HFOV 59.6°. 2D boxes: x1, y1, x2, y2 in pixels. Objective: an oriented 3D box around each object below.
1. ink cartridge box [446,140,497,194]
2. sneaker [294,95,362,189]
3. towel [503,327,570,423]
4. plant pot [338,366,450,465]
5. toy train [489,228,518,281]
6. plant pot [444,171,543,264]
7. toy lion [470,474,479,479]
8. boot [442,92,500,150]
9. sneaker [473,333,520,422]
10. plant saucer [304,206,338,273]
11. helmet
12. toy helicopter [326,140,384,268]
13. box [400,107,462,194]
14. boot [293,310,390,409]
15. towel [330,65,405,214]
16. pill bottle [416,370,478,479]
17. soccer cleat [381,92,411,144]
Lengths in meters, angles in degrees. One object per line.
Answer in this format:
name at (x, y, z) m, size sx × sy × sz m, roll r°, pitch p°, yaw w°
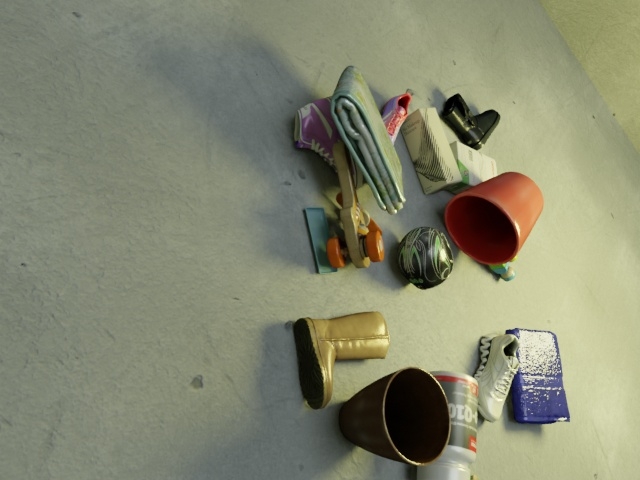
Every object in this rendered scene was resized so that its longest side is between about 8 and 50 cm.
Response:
ink cartridge box at (0.535, -0.241, 2.014) m, size 0.219 × 0.092 × 0.160 m, roll 17°, pitch 64°, yaw -34°
sneaker at (0.011, -0.261, 1.624) m, size 0.161 × 0.102 × 0.282 m, roll -24°, pitch 96°, yaw -19°
towel at (0.718, 0.456, 1.878) m, size 0.227 × 0.076 × 0.308 m, roll 10°, pitch 69°, yaw -25°
plant pot at (0.155, 0.431, 1.350) m, size 0.215 × 0.230 × 0.216 m, roll 16°, pitch 62°, yaw -33°
toy train at (0.666, 0.017, 2.017) m, size 0.143 × 0.105 × 0.248 m, roll 49°, pitch 49°, yaw -26°
plant pot at (0.594, -0.091, 1.859) m, size 0.243 × 0.275 × 0.275 m, roll -35°, pitch 95°, yaw -32°
toy lion at (0.440, 0.732, 1.591) m, size 0.096 × 0.034 × 0.100 m, roll 46°, pitch 50°, yaw -24°
boot at (0.580, -0.487, 2.148) m, size 0.207 × 0.094 × 0.246 m, roll 48°, pitch 56°, yaw -18°
sneaker at (0.557, 0.421, 1.751) m, size 0.110 × 0.118 × 0.292 m, roll 34°, pitch 56°, yaw -26°
plant saucer at (0.000, 0.000, 1.544) m, size 0.067 × 0.018 × 0.192 m, roll -2°, pitch 73°, yaw -39°
helmet at (0.308, 0.045, 1.675) m, size 0.169 × 0.169 × 0.162 m, roll -50°, pitch 122°, yaw -39°
toy helicopter at (0.093, -0.099, 1.559) m, size 0.235 × 0.140 × 0.355 m, roll -19°, pitch 99°, yaw -73°
box at (0.373, -0.305, 1.901) m, size 0.094 × 0.113 × 0.275 m, roll -14°, pitch 80°, yaw -40°
boot at (0.073, 0.298, 1.436) m, size 0.269 × 0.089 × 0.236 m, roll 5°, pitch 70°, yaw -38°
towel at (0.138, -0.291, 1.600) m, size 0.321 × 0.090 × 0.375 m, roll -81°, pitch 147°, yaw -61°
pill bottle at (0.340, 0.512, 1.511) m, size 0.161 × 0.161 × 0.283 m, roll 26°, pitch 58°, yaw -28°
soccer cleat at (0.237, -0.387, 1.836) m, size 0.083 × 0.095 × 0.248 m, roll 36°, pitch 53°, yaw -22°
